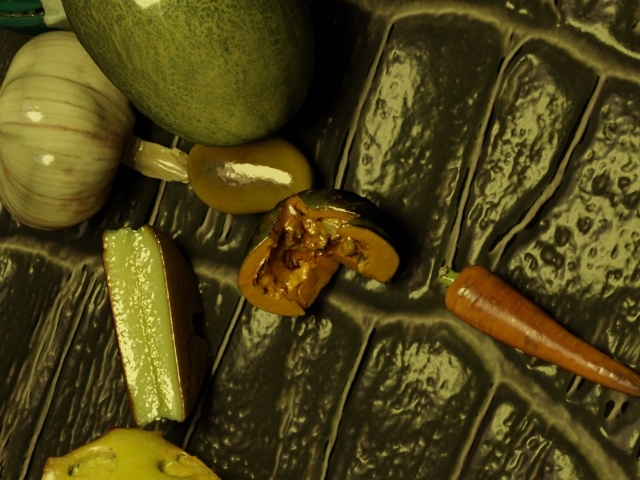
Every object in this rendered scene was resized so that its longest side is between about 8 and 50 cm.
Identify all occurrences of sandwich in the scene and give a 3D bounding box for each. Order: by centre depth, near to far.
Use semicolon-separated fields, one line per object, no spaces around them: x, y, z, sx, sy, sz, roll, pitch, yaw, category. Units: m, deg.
-0.187;0.100;1.913;0.090;0.088;0.244;-16;74;20;sandwich

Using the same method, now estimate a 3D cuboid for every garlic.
-0.264;-0.118;1.933;0.253;0.245;0.245;12;92;-6;garlic

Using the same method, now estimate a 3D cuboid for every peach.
-0.195;0.360;1.795;0.281;0.281;0.338;-25;74;27;peach

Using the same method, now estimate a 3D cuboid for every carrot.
0.230;0.097;1.686;0.256;0.061;0.061;31;102;19;carrot

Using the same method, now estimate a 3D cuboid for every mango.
-0.076;-0.077;1.865;0.161;0.076;0.103;12;89;27;mango

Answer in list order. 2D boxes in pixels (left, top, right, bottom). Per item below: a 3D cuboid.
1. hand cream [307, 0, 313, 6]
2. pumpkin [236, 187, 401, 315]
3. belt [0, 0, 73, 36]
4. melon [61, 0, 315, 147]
-0.045;-0.283;1.876;0.088;0.055;0.256;48;112;13;hand cream
0.000;0.000;1.791;0.183;0.119;0.108;-18;41;23;pumpkin
-0.361;-0.408;2.006;0.436;0.173;0.300;31;104;28;belt
-0.140;-0.253;1.767;0.248;0.248;0.329;-28;107;26;melon
